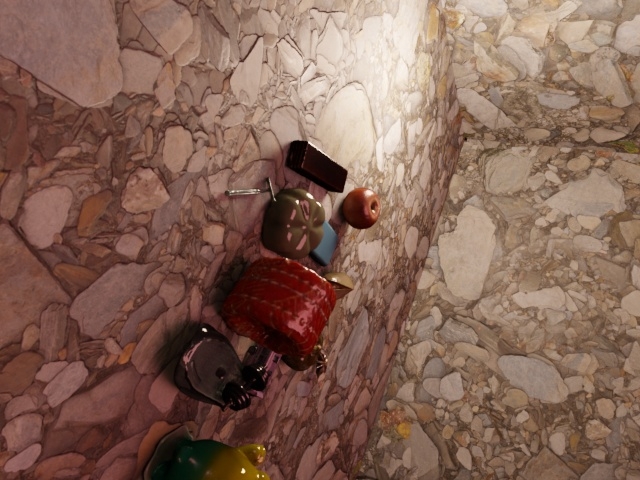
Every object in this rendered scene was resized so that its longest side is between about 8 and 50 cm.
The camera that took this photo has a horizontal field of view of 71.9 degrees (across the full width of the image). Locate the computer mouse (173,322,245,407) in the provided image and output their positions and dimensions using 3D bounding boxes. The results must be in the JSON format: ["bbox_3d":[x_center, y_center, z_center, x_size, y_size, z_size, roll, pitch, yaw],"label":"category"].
[{"bbox_3d":[-0.349,0.389,1.358,0.203,0.114,0.373,-55,148,-30],"label":"computer mouse"}]

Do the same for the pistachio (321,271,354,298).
[{"bbox_3d":[0.072,0.209,2.034,0.206,0.132,0.129,8,87,-58],"label":"pistachio"}]

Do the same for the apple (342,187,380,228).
[{"bbox_3d":[0.186,-0.149,2.065,0.201,0.162,0.201,-5,97,-54],"label":"apple"}]

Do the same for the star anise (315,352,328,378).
[{"bbox_3d":[0.001,0.607,2.144,0.124,0.056,0.129,55,39,-51],"label":"star anise"}]

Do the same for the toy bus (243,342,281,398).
[{"bbox_3d":[-0.226,0.476,1.625,0.198,0.108,0.096,-65,149,-22],"label":"toy bus"}]

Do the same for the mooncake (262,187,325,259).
[{"bbox_3d":[-0.090,-0.060,1.624,0.275,0.135,0.274,-26,122,-51],"label":"mooncake"}]

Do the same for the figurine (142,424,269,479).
[{"bbox_3d":[-0.330,0.704,1.291,0.323,0.340,0.231,-47,140,-45],"label":"figurine"}]

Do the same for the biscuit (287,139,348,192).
[{"bbox_3d":[-0.003,-0.284,1.747,0.388,0.073,0.107,19,84,-61],"label":"biscuit"}]

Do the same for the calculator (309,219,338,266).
[{"bbox_3d":[0.000,0.000,1.894,0.293,0.051,0.172,48,59,-58],"label":"calculator"}]

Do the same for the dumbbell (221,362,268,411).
[{"bbox_3d":[-0.233,0.456,1.375,0.208,0.099,0.099,-38,133,-49],"label":"dumbbell"}]

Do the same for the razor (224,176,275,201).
[{"bbox_3d":[-0.231,-0.159,1.436,0.211,0.036,0.084,-14,90,-52],"label":"razor"}]

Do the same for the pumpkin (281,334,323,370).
[{"bbox_3d":[-0.067,0.442,1.849,0.219,0.163,0.218,-22,116,-55],"label":"pumpkin"}]

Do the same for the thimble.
[{"bbox_3d":[-0.136,0.221,1.457,0.230,0.351,0.350,-63,149,-29],"label":"thimble"}]
